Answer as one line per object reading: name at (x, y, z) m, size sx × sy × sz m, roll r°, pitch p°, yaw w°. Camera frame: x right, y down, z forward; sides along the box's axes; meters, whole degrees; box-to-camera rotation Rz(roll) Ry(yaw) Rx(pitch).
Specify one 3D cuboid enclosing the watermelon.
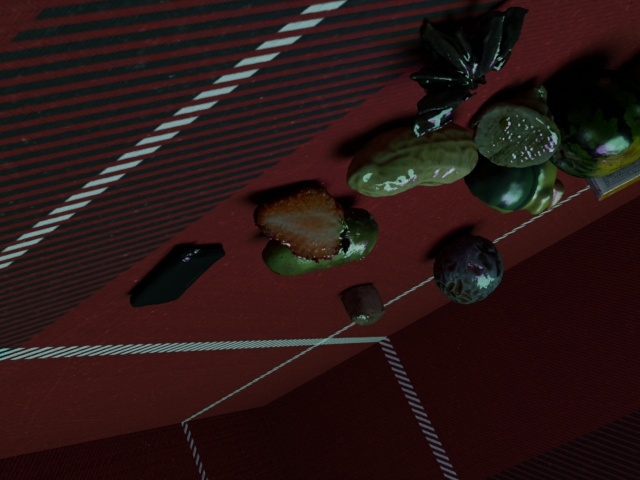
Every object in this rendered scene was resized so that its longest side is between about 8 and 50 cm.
watermelon at (0.647, -0.275, 1.543) m, size 0.269 × 0.269 × 0.269 m, roll -23°, pitch 161°, yaw -8°

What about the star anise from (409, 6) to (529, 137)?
star anise at (0.248, -0.304, 1.152) m, size 0.282 × 0.129 × 0.212 m, roll -43°, pitch 162°, yaw 20°

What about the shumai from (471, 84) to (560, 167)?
shumai at (0.454, -0.269, 1.517) m, size 0.201 × 0.201 × 0.120 m, roll -53°, pitch -171°, yaw 53°

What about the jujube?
jujube at (0.533, 0.105, 2.402) m, size 0.215 × 0.246 × 0.308 m, roll -23°, pitch 155°, yaw -12°

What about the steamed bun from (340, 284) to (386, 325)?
steamed bun at (0.158, 0.246, 2.449) m, size 0.106 × 0.145 × 0.175 m, roll -37°, pitch 154°, yaw 33°

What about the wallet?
wallet at (-0.330, 0.082, 1.541) m, size 0.250 × 0.044 × 0.149 m, roll -39°, pitch 161°, yaw 33°

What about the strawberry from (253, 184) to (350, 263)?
strawberry at (-0.048, -0.043, 1.457) m, size 0.236 × 0.175 × 0.106 m, roll 34°, pitch 160°, yaw -26°

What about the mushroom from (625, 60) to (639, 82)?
mushroom at (0.834, -0.374, 1.640) m, size 0.164 × 0.190 × 0.267 m, roll 7°, pitch -162°, yaw 13°

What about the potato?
potato at (0.000, 0.000, 1.612) m, size 0.298 × 0.141 × 0.176 m, roll -12°, pitch 154°, yaw -14°

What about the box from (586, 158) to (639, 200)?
box at (0.860, -0.272, 1.871) m, size 0.273 × 0.221 × 0.091 m, roll -27°, pitch 165°, yaw 9°

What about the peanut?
peanut at (0.195, -0.172, 1.403) m, size 0.325 × 0.140 × 0.153 m, roll -16°, pitch 176°, yaw -22°

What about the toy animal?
toy animal at (0.510, -0.176, 1.720) m, size 0.338 × 0.216 × 0.191 m, roll -5°, pitch 125°, yaw -50°
